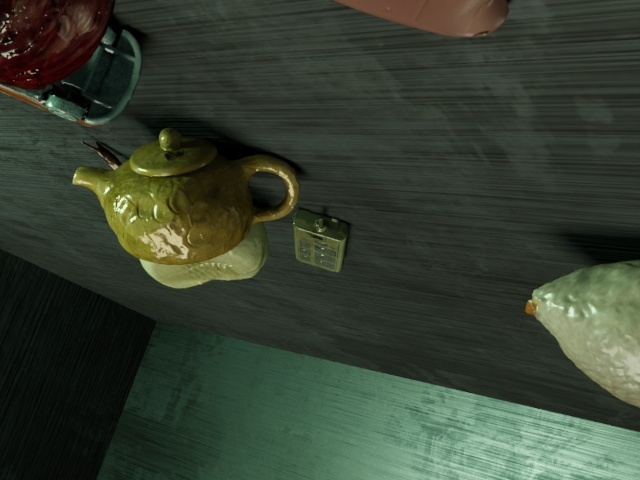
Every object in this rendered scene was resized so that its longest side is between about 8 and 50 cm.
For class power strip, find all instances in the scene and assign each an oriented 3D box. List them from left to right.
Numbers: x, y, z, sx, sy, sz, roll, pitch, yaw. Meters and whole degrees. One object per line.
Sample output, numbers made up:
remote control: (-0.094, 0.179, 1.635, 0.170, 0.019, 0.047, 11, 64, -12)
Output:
power strip: (0.000, 0.000, 1.335, 0.092, 0.034, 0.268, 18, 165, 4)

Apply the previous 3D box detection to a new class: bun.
bun: (-0.193, -0.006, 1.306, 0.229, 0.145, 0.229, 3, 157, 1)

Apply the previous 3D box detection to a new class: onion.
onion: (-0.286, -0.206, 0.613, 0.252, 0.219, 0.252, 26, 169, 5)

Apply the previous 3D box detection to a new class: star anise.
star anise: (-0.316, -0.111, 1.305, 0.158, 0.144, 0.140, 16, -149, 34)

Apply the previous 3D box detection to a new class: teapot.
teapot: (-0.185, -0.078, 1.079, 0.311, 0.203, 0.167, -3, 120, 1)

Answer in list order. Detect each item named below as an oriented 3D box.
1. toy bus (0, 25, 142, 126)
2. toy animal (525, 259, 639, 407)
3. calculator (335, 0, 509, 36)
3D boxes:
toy bus: (-0.330, -0.212, 0.851, 0.265, 0.121, 0.120, 21, 173, -13)
toy animal: (0.439, 0.127, 0.986, 0.358, 0.188, 0.226, 16, 159, 11)
calculator: (-0.001, -0.234, 0.511, 0.329, 0.048, 0.220, 22, 166, -4)
